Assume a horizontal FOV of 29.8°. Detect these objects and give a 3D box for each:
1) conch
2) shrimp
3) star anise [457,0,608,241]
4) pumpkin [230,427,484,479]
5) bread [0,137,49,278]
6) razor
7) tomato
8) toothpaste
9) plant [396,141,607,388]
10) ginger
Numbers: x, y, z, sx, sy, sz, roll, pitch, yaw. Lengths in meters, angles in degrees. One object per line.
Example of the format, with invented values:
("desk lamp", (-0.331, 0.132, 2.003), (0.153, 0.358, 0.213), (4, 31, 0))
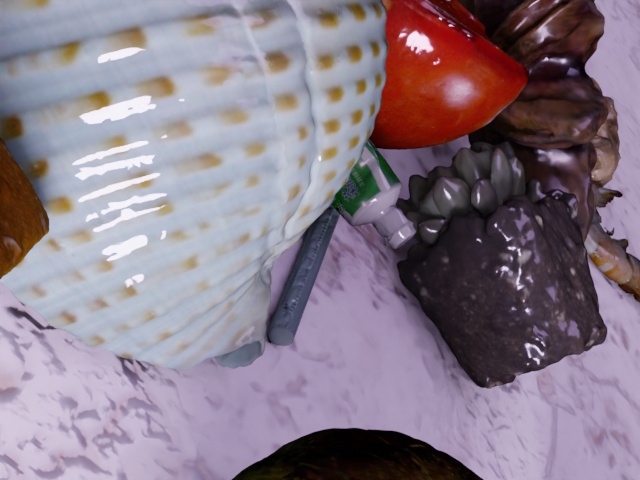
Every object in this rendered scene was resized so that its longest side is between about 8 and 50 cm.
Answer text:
("conch", (-0.082, -0.103, 0.704), (0.303, 0.215, 0.319), (-4, 64, -44))
("shrimp", (0.344, 0.007, 1.345), (0.195, 0.035, 0.148), (40, 32, -21))
("star anise", (0.182, -0.134, 1.105), (0.315, 0.108, 0.315), (165, -90, -81))
("pumpkin", (0.031, 0.206, 0.610), (0.238, 0.159, 0.238), (36, 39, -36))
("bread", (-0.224, -0.062, 0.508), (0.234, 0.110, 0.184), (51, 7, -9))
("razor", (-0.004, 0.005, 0.877), (0.084, 0.036, 0.211), (32, 42, -8))
("tomato", (0.042, -0.153, 0.977), (0.200, 0.139, 0.233), (29, 12, -29))
("toothpaste", (-0.014, -0.096, 0.880), (0.047, 0.078, 0.248), (-34, 82, -37))
("plant", (0.140, 0.014, 0.965), (0.132, 0.129, 0.194), (-8, 71, -56))
("ginger", (0.273, -0.154, 1.369), (0.259, 0.065, 0.149), (32, 41, -38))
